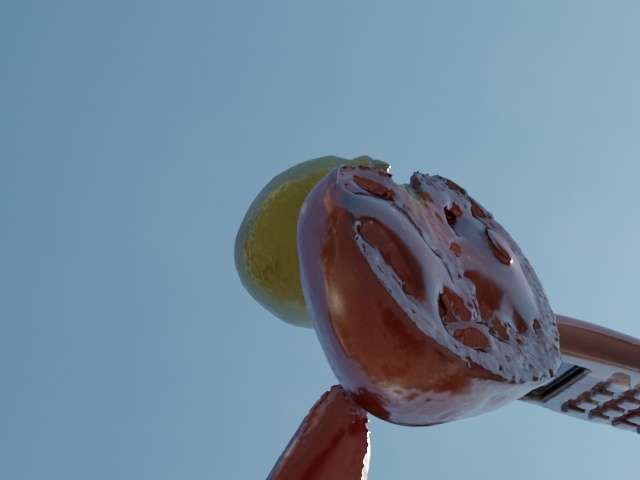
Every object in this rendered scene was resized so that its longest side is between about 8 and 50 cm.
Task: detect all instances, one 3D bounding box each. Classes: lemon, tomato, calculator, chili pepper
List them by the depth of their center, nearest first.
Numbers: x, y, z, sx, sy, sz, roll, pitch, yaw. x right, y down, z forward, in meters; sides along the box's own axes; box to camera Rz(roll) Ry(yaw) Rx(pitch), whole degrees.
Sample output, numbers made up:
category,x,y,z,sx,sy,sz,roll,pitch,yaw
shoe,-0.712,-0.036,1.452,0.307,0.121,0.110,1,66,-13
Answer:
category,x,y,z,sx,sy,sz,roll,pitch,yaw
tomato,0.063,0.053,0.803,0.139,0.233,0.200,-46,-127,30
chili pepper,-0.045,0.305,0.992,0.110,0.110,0.388,29,-106,4
calculator,0.283,0.138,1.009,0.329,0.220,0.048,19,-111,1
lemon,0.000,0.000,1.234,0.184,0.184,0.248,37,-52,3
